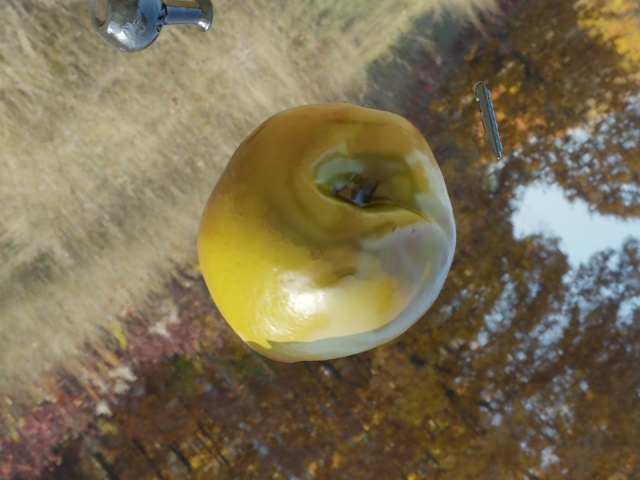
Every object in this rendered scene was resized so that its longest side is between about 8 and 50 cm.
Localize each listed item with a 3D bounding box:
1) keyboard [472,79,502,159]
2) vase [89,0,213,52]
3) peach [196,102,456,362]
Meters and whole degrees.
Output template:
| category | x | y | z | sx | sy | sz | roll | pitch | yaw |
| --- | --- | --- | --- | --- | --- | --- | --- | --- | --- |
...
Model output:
| category | x | y | z | sx | sy | sz | roll | pitch | yaw |
| --- | --- | --- | --- | --- | --- | --- | --- | --- | --- |
| keyboard | 0.148 | -0.111 | 0.807 | 0.011 | 0.067 | 0.202 | -14 | -173 | 11 |
| vase | -0.243 | -0.338 | 1.335 | 0.183 | 0.120 | 0.120 | -10 | 161 | -39 |
| peach | -0.001 | -0.004 | 1.058 | 0.289 | 0.289 | 0.308 | -41 | 174 | -30 |
